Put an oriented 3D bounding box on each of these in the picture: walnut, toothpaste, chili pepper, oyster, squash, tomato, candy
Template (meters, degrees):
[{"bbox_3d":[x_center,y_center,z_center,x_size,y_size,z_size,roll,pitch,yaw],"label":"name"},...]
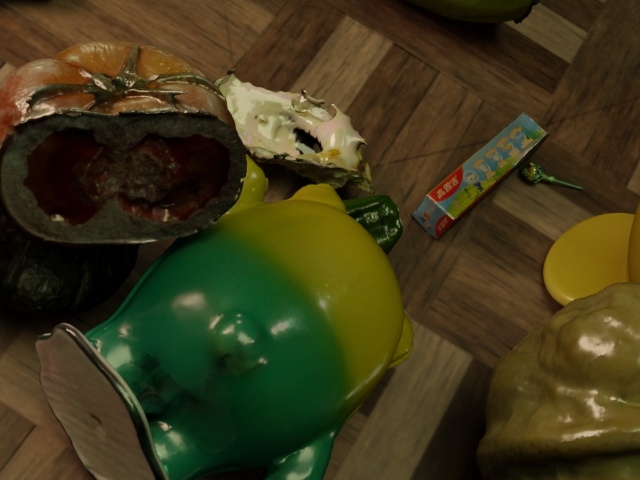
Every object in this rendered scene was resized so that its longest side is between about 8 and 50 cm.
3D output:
[{"bbox_3d":[0.290,0.190,1.289,0.253,0.277,0.282,30,64,-21],"label":"walnut"},{"bbox_3d":[0.187,-0.081,1.555,0.044,0.070,0.193,44,56,8],"label":"toothpaste"},{"bbox_3d":[0.000,0.002,1.441,0.204,0.073,0.072,-17,80,-26],"label":"chili pepper"},{"bbox_3d":[-0.043,-0.115,1.497,0.209,0.072,0.133,7,45,-12],"label":"oyster"},{"bbox_3d":[-0.265,-0.018,1.305,0.193,0.156,0.193,13,60,-23],"label":"squash"},{"bbox_3d":[-0.181,-0.100,1.188,0.214,0.180,0.155,1,43,-15],"label":"tomato"},{"bbox_3d":[0.275,-0.074,1.616,0.083,0.025,0.023,14,83,-21],"label":"candy"}]

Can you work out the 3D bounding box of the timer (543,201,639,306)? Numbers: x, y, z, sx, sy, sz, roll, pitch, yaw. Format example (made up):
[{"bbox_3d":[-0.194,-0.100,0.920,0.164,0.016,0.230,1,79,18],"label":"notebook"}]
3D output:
[{"bbox_3d":[0.475,0.006,1.459,0.376,0.376,0.387,-18,32,-28],"label":"timer"}]

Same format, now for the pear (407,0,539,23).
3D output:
[{"bbox_3d":[0.126,-0.370,1.667,0.255,0.164,0.238,-3,70,-15],"label":"pear"}]

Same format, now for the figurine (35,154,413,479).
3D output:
[{"bbox_3d":[-0.068,0.090,1.262,0.340,0.231,0.323,-32,89,-32],"label":"figurine"}]
